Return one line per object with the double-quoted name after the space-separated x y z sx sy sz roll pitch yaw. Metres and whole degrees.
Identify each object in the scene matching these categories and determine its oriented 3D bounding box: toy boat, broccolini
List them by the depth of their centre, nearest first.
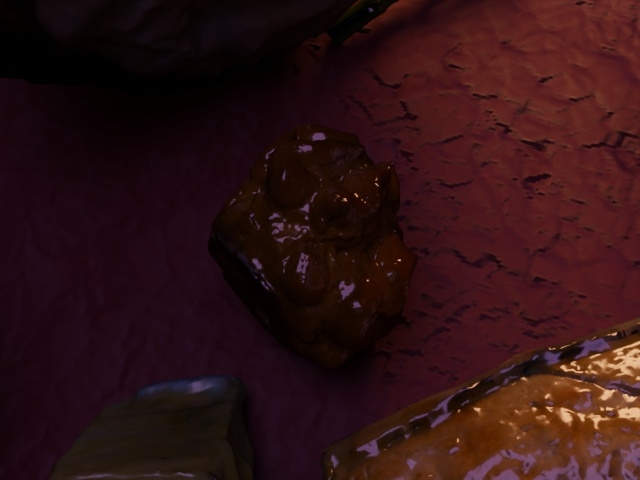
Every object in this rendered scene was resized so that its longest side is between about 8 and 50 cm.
-0.075 0.186 0.641 0.111 0.084 0.276 -7 64 11 "toy boat"
0.065 -0.153 0.815 0.140 0.030 0.035 -36 99 -2 "broccolini"

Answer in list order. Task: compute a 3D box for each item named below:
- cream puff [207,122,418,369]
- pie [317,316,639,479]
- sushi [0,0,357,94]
0.000 0.000 0.704 0.094 0.122 0.116 -42 32 -15 "cream puff"
0.138 0.103 0.648 0.283 0.068 0.128 -18 63 -2 "pie"
-0.105 -0.252 0.746 0.299 0.281 0.294 -41 62 10 "sushi"
